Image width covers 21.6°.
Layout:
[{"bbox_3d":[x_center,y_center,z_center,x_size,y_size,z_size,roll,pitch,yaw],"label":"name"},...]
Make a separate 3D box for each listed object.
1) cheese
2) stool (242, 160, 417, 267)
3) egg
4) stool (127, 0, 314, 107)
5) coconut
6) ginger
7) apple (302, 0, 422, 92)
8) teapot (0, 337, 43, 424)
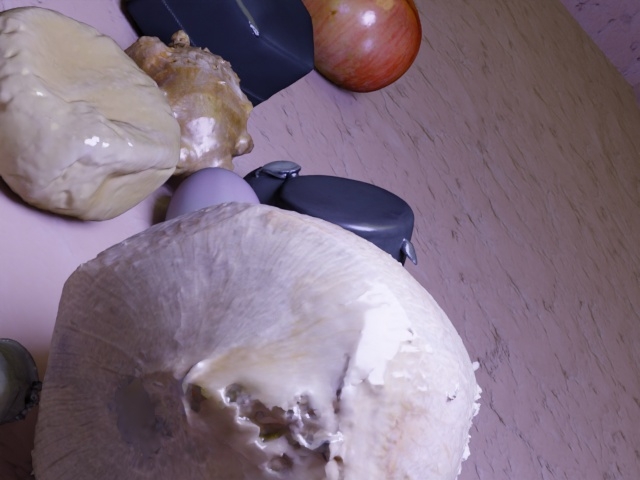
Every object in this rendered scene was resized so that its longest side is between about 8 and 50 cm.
[{"bbox_3d":[-0.243,-0.128,1.593,0.226,0.117,0.214,10,45,-56],"label":"cheese"},{"bbox_3d":[0.006,-0.001,1.891,0.153,0.139,0.228,-1,25,-35],"label":"stool"},{"bbox_3d":[-0.109,-0.015,1.728,0.103,0.103,0.135,40,32,-37],"label":"egg"},{"bbox_3d":[-0.118,-0.270,2.007,0.232,0.141,0.232,46,23,-26],"label":"stool"},{"bbox_3d":[-0.054,0.143,1.296,0.346,0.346,0.360,62,13,12],"label":"coconut"},{"bbox_3d":[-0.149,-0.149,1.832,0.157,0.102,0.216,13,48,-24],"label":"ginger"},{"bbox_3d":[0.053,-0.315,2.400,0.209,0.164,0.209,47,21,-24],"label":"apple"},{"bbox_3d":[-0.298,0.101,1.221,0.107,0.077,0.200,43,17,19],"label":"teapot"}]
